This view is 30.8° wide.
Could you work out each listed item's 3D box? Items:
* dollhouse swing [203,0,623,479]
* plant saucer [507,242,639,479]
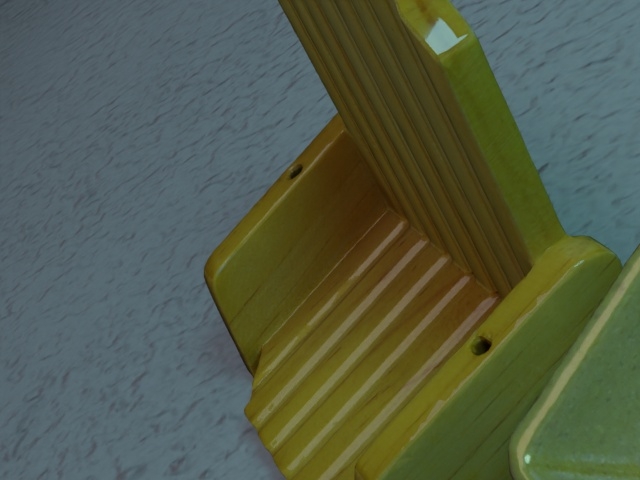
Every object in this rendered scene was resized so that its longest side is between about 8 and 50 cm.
[{"bbox_3d":[0.000,0.000,0.821,0.315,0.305,0.347,-47,34,2],"label":"dollhouse swing"},{"bbox_3d":[0.281,0.035,0.403,0.333,0.081,0.332,32,88,47],"label":"plant saucer"}]
